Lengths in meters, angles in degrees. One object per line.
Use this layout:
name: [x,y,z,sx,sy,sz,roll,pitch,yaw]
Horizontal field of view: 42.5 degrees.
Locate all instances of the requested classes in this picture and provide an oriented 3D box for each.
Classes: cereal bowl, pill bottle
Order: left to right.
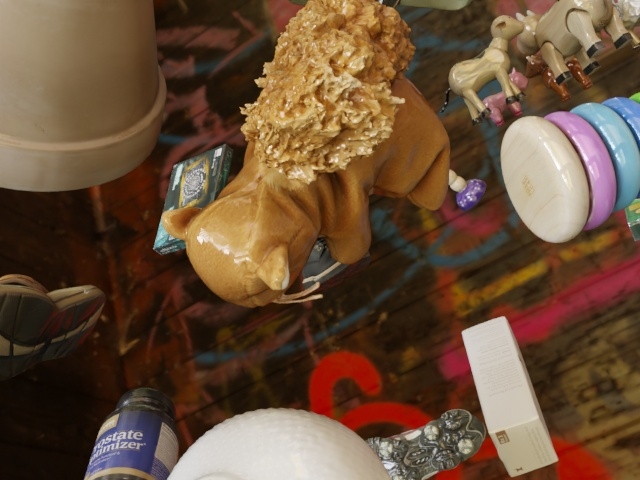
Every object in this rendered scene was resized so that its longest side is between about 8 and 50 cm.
pill bottle: [-0.271,0.319,1.198,0.123,0.122,0.219,53,-165,-24]
cereal bowl: [-0.077,0.346,0.903,0.141,0.339,0.339,28,-143,-47]

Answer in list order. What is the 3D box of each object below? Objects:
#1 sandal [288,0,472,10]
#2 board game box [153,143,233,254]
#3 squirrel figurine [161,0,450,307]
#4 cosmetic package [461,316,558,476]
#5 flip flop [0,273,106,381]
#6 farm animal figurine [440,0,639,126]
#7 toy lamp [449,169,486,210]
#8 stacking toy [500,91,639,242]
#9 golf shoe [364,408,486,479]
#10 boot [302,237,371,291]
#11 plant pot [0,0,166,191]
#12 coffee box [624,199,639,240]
sandal: [0.077,-0.375,1.231,0.120,0.302,0.086,54,-132,-62]
board game box: [-0.218,-0.071,1.424,0.026,0.126,0.186,41,-136,-41]
squirrel figurine: [-0.028,-0.109,1.043,0.281,0.370,0.397,32,146,20]
cosmetic package: [0.298,0.243,1.314,0.231,0.085,0.117,-97,-19,-54]
flip flop: [-0.324,0.079,0.891,0.080,0.112,0.277,34,-173,9]
farm animal figurine: [0.404,-0.359,1.488,0.330,0.327,0.172,-18,-102,-39]
toy lamp: [0.194,-0.160,1.591,0.274,0.080,0.080,36,-155,-16]
stacking toy: [0.374,-0.113,0.911,0.141,0.330,0.141,160,90,-79]
golf shoe: [0.156,0.370,1.393,0.120,0.272,0.105,25,-136,-64]
boot: [0.000,0.000,1.283,0.077,0.198,0.137,-15,-99,-28]
plant pot: [-0.323,-0.264,0.953,0.323,0.280,0.323,12,-137,-12]
coffee box: [0.571,-0.069,1.389,0.040,0.113,0.184,61,-157,-17]
